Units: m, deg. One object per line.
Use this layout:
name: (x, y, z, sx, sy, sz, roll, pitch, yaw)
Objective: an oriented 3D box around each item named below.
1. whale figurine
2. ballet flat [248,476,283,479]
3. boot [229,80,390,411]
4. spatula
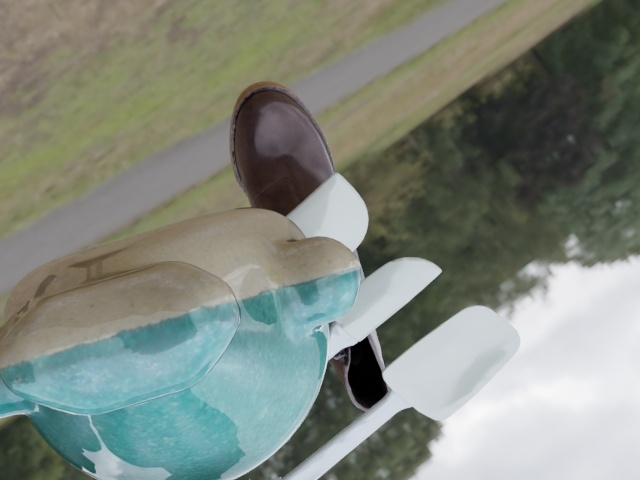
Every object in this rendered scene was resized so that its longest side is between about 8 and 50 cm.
whale figurine: (-0.077, 0.065, 0.691, 0.216, 0.141, 0.272, -16, 180, -2)
ballet flat: (-0.170, 0.226, 0.733, 0.409, 0.147, 0.147, -21, -178, 6)
boot: (0.000, 0.000, 1.171, 0.090, 0.248, 0.207, -19, -154, -8)
spatula: (-0.014, 0.088, 0.859, 0.242, 0.168, 0.019, -43, -158, 21)
